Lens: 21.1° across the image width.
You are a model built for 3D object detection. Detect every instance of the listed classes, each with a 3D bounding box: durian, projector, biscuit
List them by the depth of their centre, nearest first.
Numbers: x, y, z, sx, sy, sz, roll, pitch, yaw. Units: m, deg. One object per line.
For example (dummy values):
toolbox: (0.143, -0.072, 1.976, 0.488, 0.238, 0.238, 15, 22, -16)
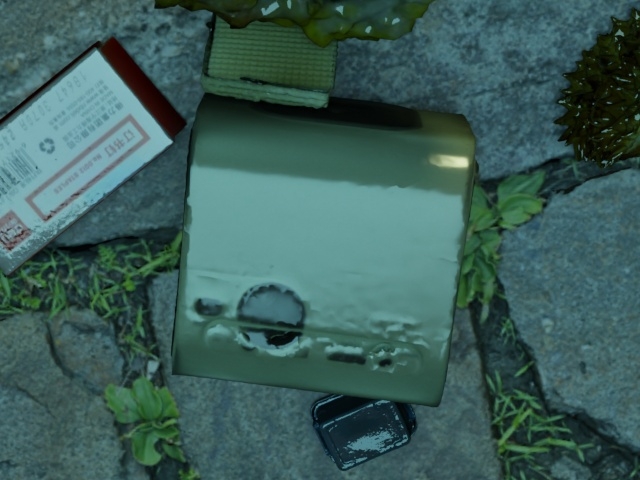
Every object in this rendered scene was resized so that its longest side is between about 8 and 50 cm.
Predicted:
biscuit: (-0.040, -0.204, 1.570, 0.121, 0.199, 0.040, 8, 142, -1)
projector: (0.000, 0.000, 1.578, 0.249, 0.248, 0.248, 7, 103, -1)
durian: (0.345, -0.145, 1.621, 0.252, 0.144, 0.139, -31, 123, 2)

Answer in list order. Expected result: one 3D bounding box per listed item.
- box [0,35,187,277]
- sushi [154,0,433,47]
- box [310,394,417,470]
box: (-0.255, -0.082, 1.663, 0.229, 0.050, 0.123, -39, 102, 8)
sushi: (-0.036, -0.361, 1.399, 0.396, 0.240, 0.351, 14, 142, -26)
box: (0.044, 0.186, 1.721, 0.099, 0.054, 0.074, -24, 104, 5)
